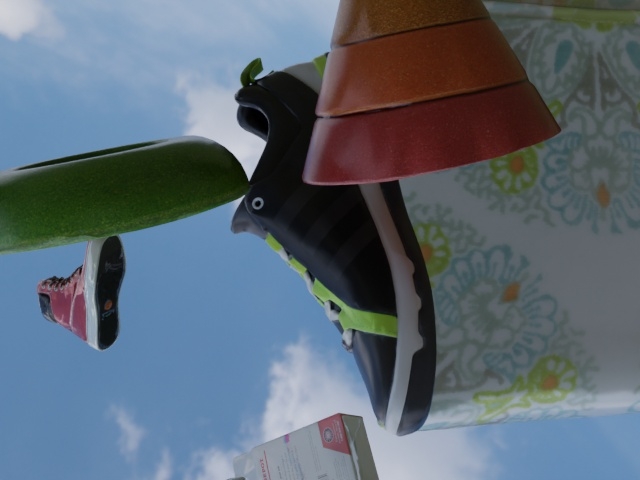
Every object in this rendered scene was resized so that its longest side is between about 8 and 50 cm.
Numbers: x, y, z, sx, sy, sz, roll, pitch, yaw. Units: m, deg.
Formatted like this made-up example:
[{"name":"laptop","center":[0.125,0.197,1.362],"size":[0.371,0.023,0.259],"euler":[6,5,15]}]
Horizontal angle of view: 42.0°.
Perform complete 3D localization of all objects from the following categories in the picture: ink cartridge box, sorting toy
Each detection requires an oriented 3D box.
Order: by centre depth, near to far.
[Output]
[{"name":"sorting toy","center":[-0.079,-0.071,0.354],"size":[0.365,0.126,0.127],"euler":[-12,-169,-10]},{"name":"ink cartridge box","center":[-0.023,0.330,1.170],"size":[0.067,0.198,0.115],"euler":[25,-135,-53]}]

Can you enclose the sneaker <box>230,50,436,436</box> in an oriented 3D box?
[{"name":"sneaker","center":[0.000,0.000,0.475],"size":[0.097,0.084,0.235],"euler":[-11,-112,-3]}]

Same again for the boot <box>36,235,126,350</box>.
[{"name":"boot","center":[-0.448,0.066,1.516],"size":[0.176,0.244,0.088],"euler":[24,-151,22]}]

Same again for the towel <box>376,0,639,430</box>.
[{"name":"towel","center":[0.194,-0.036,0.718],"size":[0.320,0.375,0.090],"euler":[-2,175,-9]}]

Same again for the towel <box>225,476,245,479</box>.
[{"name":"towel","center":[-0.169,0.430,0.959],"size":[0.038,0.325,0.248],"euler":[19,-130,-17]}]
